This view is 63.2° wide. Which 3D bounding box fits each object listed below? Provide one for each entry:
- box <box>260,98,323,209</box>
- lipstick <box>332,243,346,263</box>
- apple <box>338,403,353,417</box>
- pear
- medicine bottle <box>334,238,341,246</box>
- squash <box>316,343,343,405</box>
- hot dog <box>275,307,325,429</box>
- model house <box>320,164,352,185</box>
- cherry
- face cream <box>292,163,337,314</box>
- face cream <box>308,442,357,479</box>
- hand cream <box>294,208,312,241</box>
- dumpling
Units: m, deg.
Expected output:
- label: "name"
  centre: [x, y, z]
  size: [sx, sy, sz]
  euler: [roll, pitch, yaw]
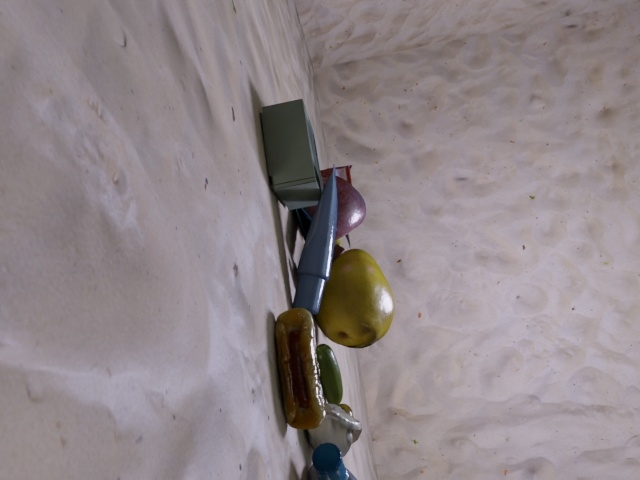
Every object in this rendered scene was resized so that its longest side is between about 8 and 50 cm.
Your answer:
- label: "box"
  centre: [-0.072, -0.223, 1.410]
  size: [0.225, 0.117, 0.225]
  euler: [56, 24, -78]
- label: "lipstick"
  centre: [0.029, 0.081, 1.812]
  size: [0.045, 0.145, 0.045]
  euler: [30, -24, 31]
- label: "apple"
  centre: [0.071, 0.575, 1.684]
  size: [0.089, 0.074, 0.090]
  euler: [-10, 90, -87]
- label: "pear"
  centre: [0.116, 0.179, 1.682]
  size: [0.285, 0.284, 0.337]
  euler: [70, 40, -61]
- label: "medicine bottle"
  centre: [0.018, -0.015, 1.958]
  size: [0.239, 0.124, 0.124]
  euler: [-87, 166, -62]
- label: "squash"
  centre: [0.032, 0.425, 1.598]
  size: [0.066, 0.066, 0.252]
  euler: [-87, 166, -66]
- label: "hot dog"
  centre: [-0.044, 0.256, 1.051]
  size: [0.073, 0.084, 0.243]
  euler: [62, 20, -75]
- label: "model house"
  centre: [0.069, -0.202, 2.380]
  size: [0.160, 0.195, 0.254]
  euler: [-59, 139, -84]
- label: "cherry"
  centre: [0.044, -0.103, 1.775]
  size: [0.286, 0.212, 0.236]
  euler: [61, 14, 7]
- label: "face cream"
  centre: [0.000, 0.000, 1.370]
  size: [0.136, 0.086, 0.386]
  euler: [78, 23, -73]
- label: "face cream"
  centre: [0.043, 0.562, 1.148]
  size: [0.163, 0.080, 0.337]
  euler: [24, -39, 40]
- label: "hand cream"
  centre: [-0.036, -0.031, 1.560]
  size: [0.271, 0.061, 0.120]
  euler: [-120, -168, -53]
- label: "dumpling"
  centre: [0.032, 0.453, 1.241]
  size: [0.199, 0.136, 0.119]
  euler: [59, 27, -47]
